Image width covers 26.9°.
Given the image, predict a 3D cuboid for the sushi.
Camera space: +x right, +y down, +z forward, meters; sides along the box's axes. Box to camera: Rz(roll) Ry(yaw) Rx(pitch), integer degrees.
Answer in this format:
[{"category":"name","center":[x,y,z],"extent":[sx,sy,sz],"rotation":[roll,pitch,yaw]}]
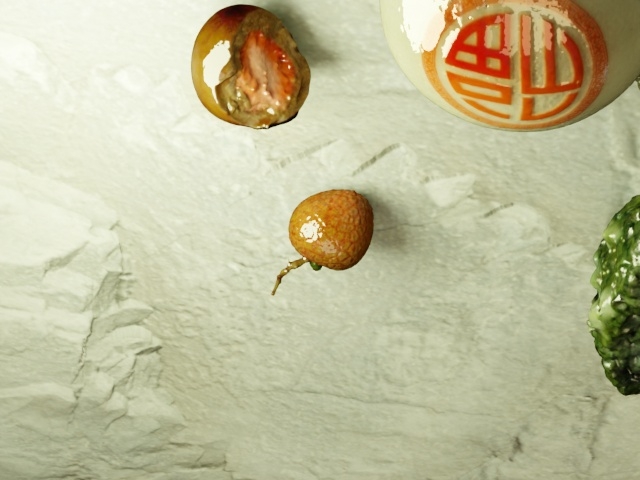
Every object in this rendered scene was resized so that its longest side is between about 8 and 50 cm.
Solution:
[{"category":"sushi","center":[0.470,0.063,1.593],"extent":[0.294,0.178,0.352],"rotation":[9,143,4]}]

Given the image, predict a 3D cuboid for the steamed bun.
[{"category":"steamed bun","center":[0.194,-0.217,1.315],"extent":[0.283,0.177,0.283],"rotation":[8,138,7]}]

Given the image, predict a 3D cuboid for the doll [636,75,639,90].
[{"category":"doll","center":[0.407,-0.241,1.335],"extent":[0.203,0.091,0.286],"rotation":[-1,129,24]}]

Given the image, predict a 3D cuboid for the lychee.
[{"category":"lychee","center":[0.002,-0.006,1.649],"extent":[0.140,0.101,0.114],"rotation":[-26,170,18]}]

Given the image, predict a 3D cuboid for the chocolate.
[{"category":"chocolate","center":[-0.079,-0.194,1.444],"extent":[0.127,0.124,0.133],"rotation":[6,123,16]}]
